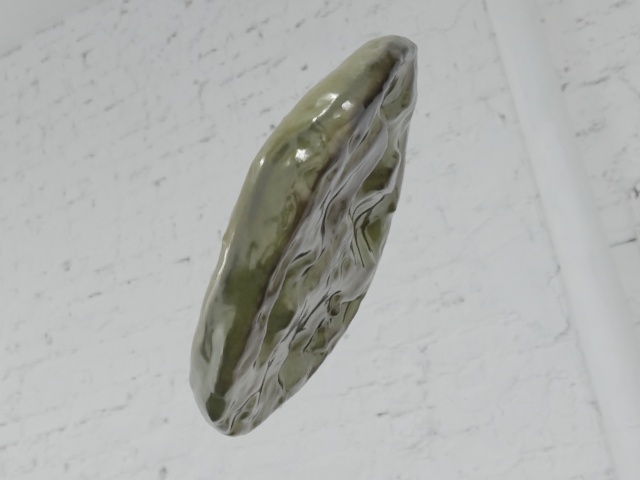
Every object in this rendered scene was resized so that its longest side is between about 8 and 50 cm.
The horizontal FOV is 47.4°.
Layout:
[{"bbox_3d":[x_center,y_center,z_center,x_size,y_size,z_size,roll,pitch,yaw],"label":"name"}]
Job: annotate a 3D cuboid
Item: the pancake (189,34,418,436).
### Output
[{"bbox_3d":[0.000,0.000,0.502,0.050,0.294,0.294,27,-17,14],"label":"pancake"}]
